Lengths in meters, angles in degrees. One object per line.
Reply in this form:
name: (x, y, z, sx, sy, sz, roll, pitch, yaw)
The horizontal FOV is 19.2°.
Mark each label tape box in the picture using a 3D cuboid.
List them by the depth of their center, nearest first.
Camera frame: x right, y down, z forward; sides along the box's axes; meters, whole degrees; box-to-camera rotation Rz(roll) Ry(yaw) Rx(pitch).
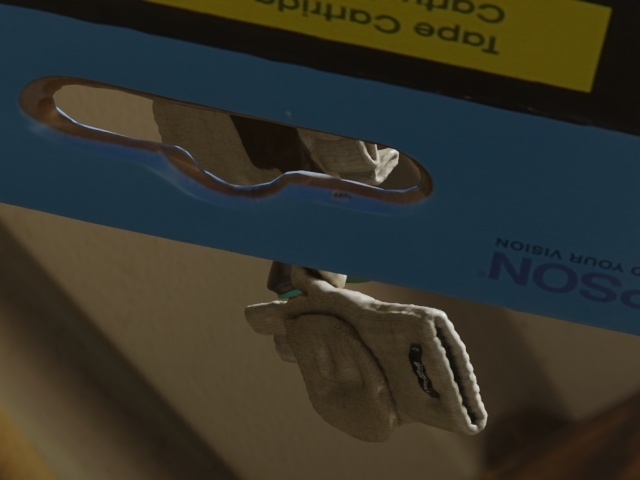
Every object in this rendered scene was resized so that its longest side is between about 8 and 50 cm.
label tape box: (-0.004, -0.126, 0.306, 0.241, 0.106, 0.333, 12, -31, 5)

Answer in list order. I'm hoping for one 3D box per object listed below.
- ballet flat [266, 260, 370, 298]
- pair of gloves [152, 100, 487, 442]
ballet flat: (0.005, 0.002, 1.423, 0.074, 0.074, 0.203, -44, -12, 18)
pair of gloves: (0.000, 0.000, 1.067, 0.042, 0.204, 0.240, -28, -84, -29)
